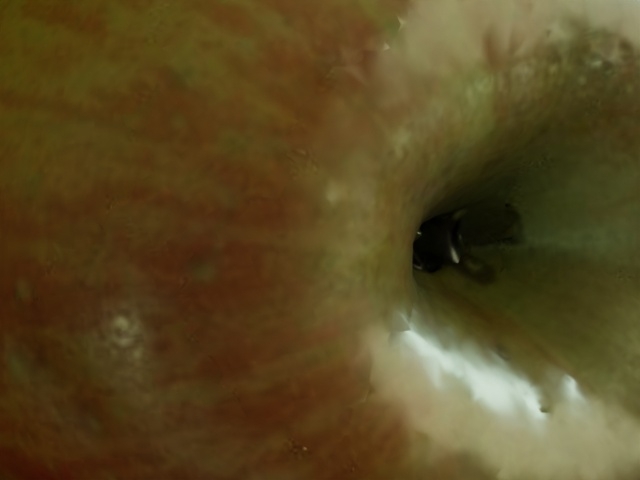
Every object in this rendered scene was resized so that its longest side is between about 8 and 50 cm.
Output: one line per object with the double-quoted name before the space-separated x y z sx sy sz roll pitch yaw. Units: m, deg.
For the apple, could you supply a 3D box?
"apple" 0.000 0.000 0.449 0.301 0.301 0.301 53 23 -34
